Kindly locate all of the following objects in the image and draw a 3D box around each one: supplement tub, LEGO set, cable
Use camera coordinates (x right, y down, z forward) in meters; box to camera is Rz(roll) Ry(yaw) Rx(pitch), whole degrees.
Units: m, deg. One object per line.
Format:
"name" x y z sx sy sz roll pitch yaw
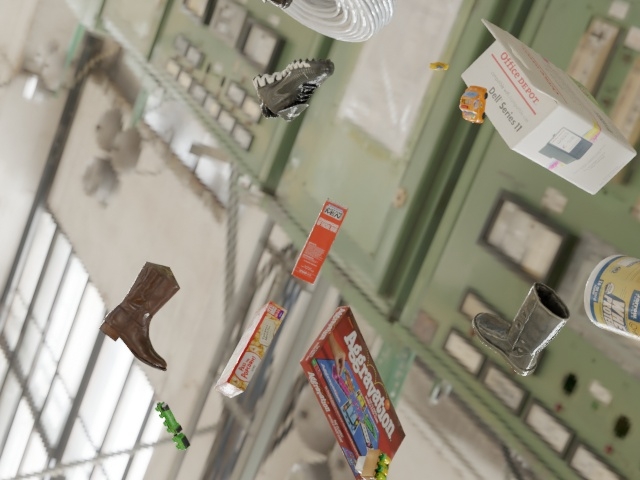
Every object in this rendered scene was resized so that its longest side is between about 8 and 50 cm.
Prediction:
"supplement tub" 0.594 0.113 2.146 0.144 0.144 0.199 11 -175 -36
"LEGO set" 0.045 0.426 1.774 0.287 0.107 0.132 -33 -94 -34
"cable" 0.003 -0.417 1.877 0.257 0.089 0.257 32 163 9

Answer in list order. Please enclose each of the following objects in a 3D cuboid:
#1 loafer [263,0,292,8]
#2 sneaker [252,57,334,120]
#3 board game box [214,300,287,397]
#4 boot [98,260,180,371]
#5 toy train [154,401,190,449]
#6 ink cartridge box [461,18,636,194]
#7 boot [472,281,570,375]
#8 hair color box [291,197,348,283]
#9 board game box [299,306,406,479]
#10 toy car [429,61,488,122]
"loafer" -0.081 -0.336 1.265 0.078 0.080 0.220 -9 -118 -23
"sneaker" -0.047 -0.289 2.306 0.078 0.106 0.234 -4 177 -38
"board game box" -0.146 0.230 2.485 0.045 0.194 0.147 31 161 -7
"boot" -0.205 0.094 1.492 0.106 0.114 0.037 39 176 -17
"toy train" -0.216 0.272 1.740 0.023 0.083 0.017 -10 -158 45
"ink cartridge box" 0.388 -0.234 2.107 0.353 0.119 0.207 22 -148 -45
"boot" 0.413 0.162 2.464 0.076 0.209 0.189 -34 -118 -31
"hair color box" 0.000 0.000 2.427 0.053 0.167 0.093 24 -174 0
"board game box" 0.059 0.264 1.954 0.027 0.281 0.145 -5 -148 33
"toy car" 0.208 -0.230 1.859 0.122 0.060 0.040 37 -148 30
